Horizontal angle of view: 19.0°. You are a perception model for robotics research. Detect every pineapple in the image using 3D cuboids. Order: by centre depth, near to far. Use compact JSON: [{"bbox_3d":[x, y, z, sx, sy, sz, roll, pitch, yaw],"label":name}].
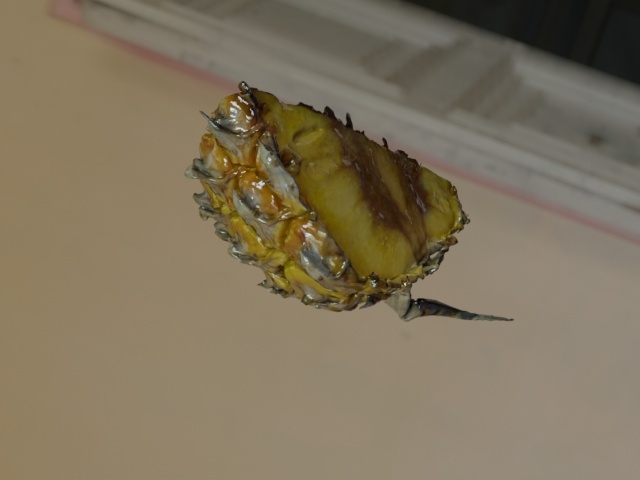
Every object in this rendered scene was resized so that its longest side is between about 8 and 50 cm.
[{"bbox_3d":[0.001,0.005,1.567,0.161,0.158,0.334,-30,-24,24],"label":"pineapple"}]
